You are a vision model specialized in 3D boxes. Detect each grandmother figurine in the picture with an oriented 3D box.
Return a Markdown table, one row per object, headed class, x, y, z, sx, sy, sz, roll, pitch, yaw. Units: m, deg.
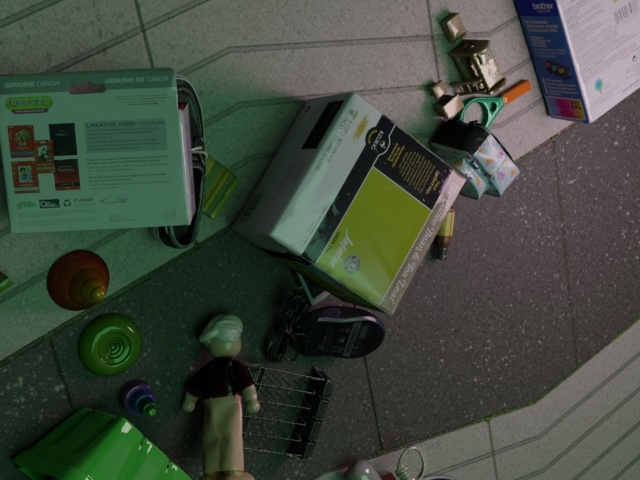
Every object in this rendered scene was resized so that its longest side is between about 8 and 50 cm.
| class | x | y | z | sx | sy | sz | roll | pitch | yaw |
| --- | --- | --- | --- | --- | --- | --- | --- | --- | --- |
| grandmother figurine | -0.200 | 0.319 | 1.876 | 0.104 | 0.208 | 0.342 | 22 | 65 | -60 |

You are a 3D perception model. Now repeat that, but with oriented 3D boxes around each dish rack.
| class | x | y | z | sx | sy | sz | roll | pitch | yaw |
| --- | --- | --- | --- | --- | --- | --- | --- | --- | --- |
| dish rack | -0.105 | 0.368 | 2.016 | 0.271 | 0.074 | 0.208 | 16 | 91 | -32 |

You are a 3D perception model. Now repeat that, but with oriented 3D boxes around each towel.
| class | x | y | z | sx | sy | sz | roll | pitch | yaw |
| --- | --- | --- | --- | --- | --- | --- | --- | --- | --- |
| towel | -0.270 | -0.145 | 1.819 | 0.237 | 0.021 | 0.102 | 38 | 77 | -33 |

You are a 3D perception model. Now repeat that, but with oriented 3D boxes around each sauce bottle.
| class | x | y | z | sx | sy | sz | roll | pitch | yaw |
| --- | --- | --- | --- | --- | --- | --- | --- | --- | --- |
| sauce bottle | 0.292 | -0.018 | 2.190 | 0.042 | 0.042 | 0.128 | 0 | 101 | -32 |

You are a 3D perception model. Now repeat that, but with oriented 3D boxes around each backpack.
| class | x | y | z | sx | sy | sz | roll | pitch | yaw |
| --- | --- | --- | --- | --- | --- | --- | --- | --- | --- |
| backpack | 0.353 | -0.175 | 2.115 | 0.188 | 0.166 | 0.144 | 34 | 84 | -30 |

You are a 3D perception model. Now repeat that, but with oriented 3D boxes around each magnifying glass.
| class | x | y | z | sx | sy | sz | roll | pitch | yaw |
| --- | --- | --- | --- | --- | --- | --- | --- | --- | --- |
| magnifying glass | 0.415 | -0.323 | 2.207 | 0.231 | 0.026 | 0.092 | -31 | 116 | -21 |

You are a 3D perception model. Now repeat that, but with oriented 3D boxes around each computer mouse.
| class | x | y | z | sx | sy | sz | roll | pitch | yaw |
| --- | --- | --- | --- | --- | --- | --- | --- | --- | --- |
| computer mouse | 0.016 | 0.189 | 2.043 | 0.272 | 0.072 | 0.188 | 9 | 117 | -28 |

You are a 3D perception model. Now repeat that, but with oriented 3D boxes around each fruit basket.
| class | x | y | z | sx | sy | sz | roll | pitch | yaw |
| --- | --- | --- | --- | --- | --- | --- | --- | --- | --- |
| fruit basket | -0.415 | 0.551 | 1.731 | 0.392 | 0.283 | 0.392 | -1 | 91 | -43 |

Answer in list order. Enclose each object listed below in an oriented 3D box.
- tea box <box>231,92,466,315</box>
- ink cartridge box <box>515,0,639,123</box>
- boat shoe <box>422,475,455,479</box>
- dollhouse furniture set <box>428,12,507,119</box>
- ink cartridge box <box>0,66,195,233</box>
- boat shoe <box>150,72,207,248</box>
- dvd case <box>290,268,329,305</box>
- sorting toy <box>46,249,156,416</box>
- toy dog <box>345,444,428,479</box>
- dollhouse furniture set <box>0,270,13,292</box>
| class | x | y | z | sx | sy | sz | roll | pitch | yaw |
| --- | --- | --- | --- | --- | --- | --- | --- | --- | --- |
| tea box | 0.058 | -0.074 | 1.881 | 0.323 | 0.220 | 0.329 | 35 | 79 | -23 |
| ink cartridge box | 0.637 | -0.522 | 2.221 | 0.270 | 0.151 | 0.395 | -35 | 119 | -22 |
| boat shoe | 0.360 | 0.679 | 2.369 | 0.302 | 0.091 | 0.114 | 17 | 92 | -34 |
| dollhouse furniture set | 0.309 | -0.389 | 2.074 | 0.161 | 0.101 | 0.182 | -42 | 120 | -17 |
| ink cartridge box | -0.382 | -0.162 | 1.600 | 0.309 | 0.130 | 0.272 | -2 | 105 | -2 |
| boat shoe | -0.257 | -0.145 | 1.742 | 0.121 | 0.119 | 0.335 | -8 | 103 | -32 |
| dvd case | 0.000 | 0.000 | 2.017 | 0.179 | 0.029 | 0.238 | -35 | 117 | -20 |
| sorting toy | -0.391 | 0.194 | 1.759 | 0.127 | 0.126 | 0.365 | -30 | 115 | -23 |
| toy dog | 0.168 | 0.655 | 2.235 | 0.220 | 0.161 | 0.333 | -21 | 97 | -24 |
| dollhouse furniture set | -0.607 | 0.026 | 1.622 | 0.076 | 0.058 | 0.151 | -38 | 119 | -20 |
